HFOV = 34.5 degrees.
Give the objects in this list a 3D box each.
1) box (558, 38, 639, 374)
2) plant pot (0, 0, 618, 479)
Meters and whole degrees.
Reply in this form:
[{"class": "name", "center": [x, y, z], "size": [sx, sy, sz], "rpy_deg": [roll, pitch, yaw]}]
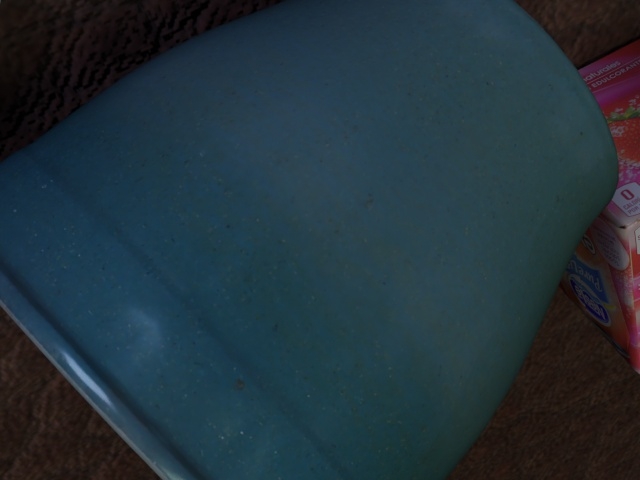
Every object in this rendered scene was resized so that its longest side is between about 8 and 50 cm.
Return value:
[{"class": "box", "center": [0.294, -0.064, 0.689], "size": [0.300, 0.142, 0.154], "rpy_deg": [-28, 133, -5]}, {"class": "plant pot", "center": [0.000, 0.000, 0.517], "size": [0.255, 0.272, 0.271], "rpy_deg": [-43, 134, -10]}]
